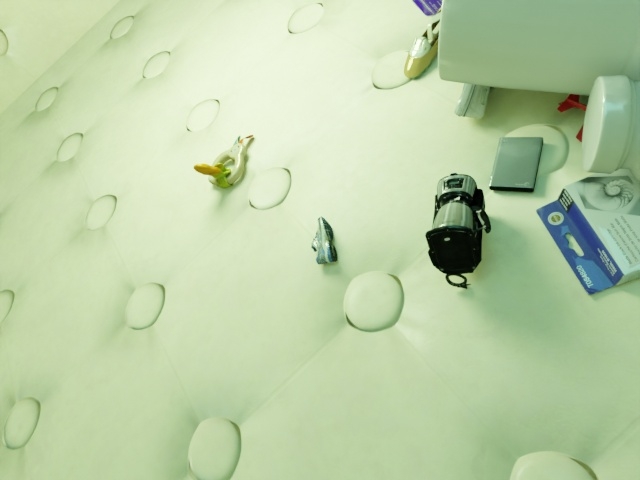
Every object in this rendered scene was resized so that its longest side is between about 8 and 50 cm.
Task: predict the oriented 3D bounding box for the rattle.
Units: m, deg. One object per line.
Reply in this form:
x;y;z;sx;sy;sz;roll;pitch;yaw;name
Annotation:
-0.296;-0.272;1.475;0.130;0.142;0.200;18;79;53;rattle

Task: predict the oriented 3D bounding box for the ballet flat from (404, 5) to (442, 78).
0.299;-0.561;1.354;0.080;0.073;0.232;29;80;37;ballet flat

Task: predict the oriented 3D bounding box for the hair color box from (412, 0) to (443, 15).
0.433;-0.733;1.309;0.338;0.110;0.185;16;92;41;hair color box

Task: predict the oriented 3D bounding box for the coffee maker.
0.285;-0.025;1.029;0.120;0.171;0.178;13;47;10;coffee maker

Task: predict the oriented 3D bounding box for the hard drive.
0.441;-0.172;1.093;0.094;0.022;0.135;7;68;31;hard drive

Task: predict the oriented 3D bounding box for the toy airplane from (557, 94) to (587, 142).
0.597;-0.289;1.071;0.151;0.028;0.151;-12;57;20;toy airplane

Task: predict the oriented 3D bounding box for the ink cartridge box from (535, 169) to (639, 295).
0.570;-0.034;0.933;0.223;0.045;0.224;-26;54;13;ink cartridge box

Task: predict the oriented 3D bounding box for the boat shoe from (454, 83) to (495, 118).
0.402;-0.394;1.216;0.075;0.083;0.227;22;74;7;boat shoe

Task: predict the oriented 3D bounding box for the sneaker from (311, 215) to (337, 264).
0.000;0.000;1.216;0.058;0.052;0.135;-22;55;21;sneaker

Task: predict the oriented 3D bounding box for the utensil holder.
0.466;-0.474;1.008;0.385;0.328;0.328;11;68;18;utensil holder

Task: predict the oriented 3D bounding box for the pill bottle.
0.666;-0.194;0.831;0.362;0.210;0.210;5;66;18;pill bottle
